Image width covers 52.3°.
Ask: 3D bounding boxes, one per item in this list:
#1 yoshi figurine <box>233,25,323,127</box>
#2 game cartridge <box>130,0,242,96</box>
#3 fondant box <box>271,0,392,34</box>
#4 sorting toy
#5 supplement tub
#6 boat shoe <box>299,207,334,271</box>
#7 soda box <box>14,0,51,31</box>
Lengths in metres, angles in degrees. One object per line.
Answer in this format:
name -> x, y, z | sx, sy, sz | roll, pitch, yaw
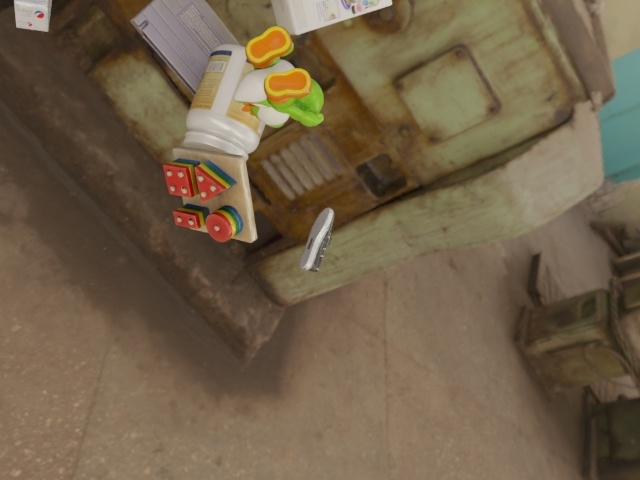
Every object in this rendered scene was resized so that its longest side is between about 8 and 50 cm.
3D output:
yoshi figurine -> -0.070, -0.363, 1.529 | 0.203, 0.362, 0.203 | 23, 84, -1
game cartridge -> -0.396, -0.624, 2.065 | 0.230, 0.068, 0.355 | -52, 120, -20
fondant box -> 0.020, -0.709, 1.736 | 0.330, 0.096, 0.238 | -25, 117, -24
sorting toy -> -0.321, -0.119, 1.849 | 0.089, 0.255, 0.257 | -37, 130, -46
supplement tub -> -0.268, -0.398, 1.960 | 0.228, 0.228, 0.316 | 29, 76, -44
boat shoe -> 0.000, 0.000, 1.388 | 0.040, 0.049, 0.142 | 23, 92, -28
soda box -> -0.647, -0.577, 1.481 | 0.069, 0.074, 0.216 | 3, 55, -19
